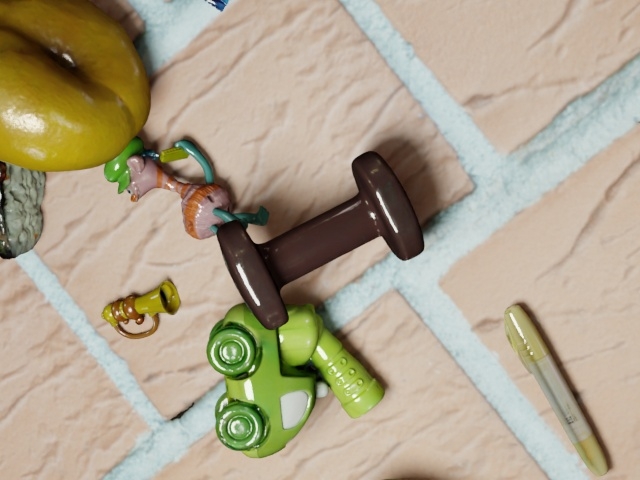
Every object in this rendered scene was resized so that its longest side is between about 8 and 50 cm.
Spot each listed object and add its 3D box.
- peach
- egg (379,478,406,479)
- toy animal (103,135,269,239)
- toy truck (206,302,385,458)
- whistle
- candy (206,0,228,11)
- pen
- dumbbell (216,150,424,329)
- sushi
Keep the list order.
[{"bbox_3d":[-0.324,-0.190,1.711,0.251,0.251,0.153,37,139,7],"label":"peach"},{"bbox_3d":[0.121,0.401,1.736,0.186,0.186,0.242,-43,78,21],"label":"egg"},{"bbox_3d":[-0.163,-0.065,1.775,0.208,0.100,0.103,30,87,18],"label":"toy animal"},{"bbox_3d":[-0.046,0.157,1.764,0.210,0.148,0.187,-23,93,-1],"label":"toy truck"},{"bbox_3d":[-0.232,0.092,1.863,0.109,0.057,0.046,-20,51,29],"label":"whistle"},{"bbox_3d":[-0.117,-0.354,1.717,0.088,0.038,0.136,35,101,4],"label":"candy"},{"bbox_3d":[0.280,0.182,1.718,0.040,0.032,0.233,-25,95,44],"label":"pen"},{"bbox_3d":[0.000,0.000,1.674,0.225,0.124,0.140,-28,97,-5],"label":"dumbbell"},{"bbox_3d":[-0.428,-0.090,1.830,0.127,0.124,0.225,4,109,17],"label":"sushi"}]
